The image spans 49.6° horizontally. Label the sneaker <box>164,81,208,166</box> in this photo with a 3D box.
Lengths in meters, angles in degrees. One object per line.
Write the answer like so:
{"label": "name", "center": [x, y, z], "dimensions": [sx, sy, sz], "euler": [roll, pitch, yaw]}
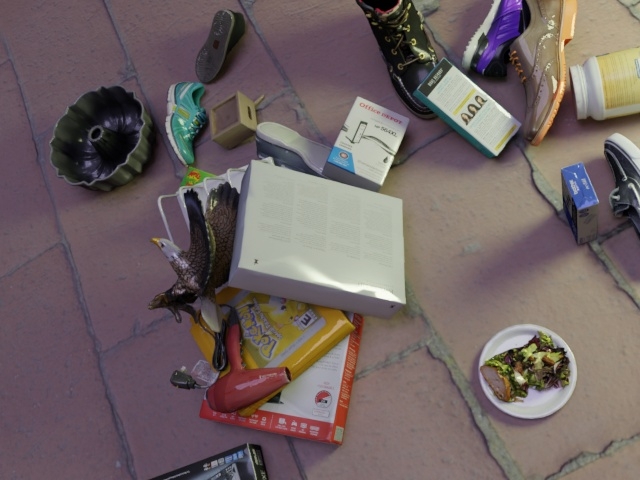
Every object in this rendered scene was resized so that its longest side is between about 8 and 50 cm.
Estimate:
{"label": "sneaker", "center": [-0.378, -0.341, 1.974], "dimensions": [0.110, 0.107, 0.275], "euler": [-8, 67, 8]}

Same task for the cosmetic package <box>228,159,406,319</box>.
{"label": "cosmetic package", "center": [0.000, 0.000, 1.544], "dimensions": [0.378, 0.097, 0.284], "euler": [14, 53, -16]}

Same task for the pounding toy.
{"label": "pounding toy", "center": [-0.228, -0.344, 1.928], "dimensions": [0.130, 0.100, 0.141], "euler": [-24, 60, 27]}

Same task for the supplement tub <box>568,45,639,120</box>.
{"label": "supplement tub", "center": [0.667, -0.349, 1.542], "dimensions": [0.200, 0.144, 0.144], "euler": [-9, 67, 17]}

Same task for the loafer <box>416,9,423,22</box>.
{"label": "loafer", "center": [0.214, -0.600, 1.875], "dimensions": [0.125, 0.039, 0.045], "euler": [-5, 68, 20]}

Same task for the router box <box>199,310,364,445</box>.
{"label": "router box", "center": [-0.090, 0.297, 1.620], "dimensions": [0.336, 0.082, 0.300], "euler": [4, 72, 23]}

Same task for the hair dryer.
{"label": "hair dryer", "center": [-0.194, 0.267, 1.530], "dimensions": [0.294, 0.080, 0.223], "euler": [19, 79, 27]}

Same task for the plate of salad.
{"label": "plate of salad", "center": [0.430, 0.270, 1.449], "dimensions": [0.200, 0.048, 0.199], "euler": [-8, 67, 19]}

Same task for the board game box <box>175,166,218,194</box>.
{"label": "board game box", "center": [-0.298, -0.130, 1.890], "dimensions": [0.181, 0.043, 0.092], "euler": [20, 78, 26]}

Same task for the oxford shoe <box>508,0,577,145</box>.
{"label": "oxford shoe", "center": [0.496, -0.396, 1.610], "dimensions": [0.133, 0.130, 0.363], "euler": [11, 79, 3]}

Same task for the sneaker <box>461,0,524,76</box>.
{"label": "sneaker", "center": [0.481, -0.525, 1.718], "dimensions": [0.146, 0.102, 0.293], "euler": [29, 86, 21]}

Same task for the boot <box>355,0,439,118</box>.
{"label": "boot", "center": [0.194, -0.502, 1.692], "dimensions": [0.138, 0.284, 0.377], "euler": [-20, 74, 14]}

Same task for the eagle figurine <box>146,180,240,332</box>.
{"label": "eagle figurine", "center": [-0.266, 0.033, 1.530], "dimensions": [0.298, 0.225, 0.226], "euler": [-53, 39, 13]}

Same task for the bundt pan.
{"label": "bundt pan", "center": [-0.624, -0.286, 2.032], "dimensions": [0.331, 0.124, 0.330], "euler": [-7, 68, 18]}

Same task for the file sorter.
{"label": "file sorter", "center": [-0.238, -0.073, 1.733], "dimensions": [0.278, 0.173, 0.192], "euler": [-19, 92, 14]}

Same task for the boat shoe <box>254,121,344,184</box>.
{"label": "boat shoe", "center": [-0.041, -0.199, 1.806], "dimensions": [0.320, 0.116, 0.099], "euler": [32, 128, 20]}

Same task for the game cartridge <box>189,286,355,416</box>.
{"label": "game cartridge", "center": [-0.125, 0.195, 1.597], "dimensions": [0.324, 0.052, 0.285], "euler": [-40, 61, 2]}

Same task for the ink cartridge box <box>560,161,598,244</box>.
{"label": "ink cartridge box", "center": [0.541, -0.073, 1.447], "dimensions": [0.046, 0.207, 0.097], "euler": [-18, 64, 14]}

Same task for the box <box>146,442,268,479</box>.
{"label": "box", "center": [-0.255, 0.625, 1.560], "dimensions": [0.308, 0.076, 0.242], "euler": [-22, 64, 12]}

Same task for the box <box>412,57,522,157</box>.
{"label": "box", "center": [0.344, -0.309, 1.633], "dimensions": [0.244, 0.060, 0.100], "euler": [40, 87, -3]}

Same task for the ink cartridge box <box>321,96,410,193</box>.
{"label": "ink cartridge box", "center": [0.112, -0.231, 1.701], "dimensions": [0.148, 0.086, 0.203], "euler": [23, 69, 0]}

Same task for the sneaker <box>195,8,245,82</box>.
{"label": "sneaker", "center": [-0.286, -0.569, 2.046], "dimensions": [0.083, 0.118, 0.222], "euler": [33, 113, 10]}

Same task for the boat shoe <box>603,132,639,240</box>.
{"label": "boat shoe", "center": [0.665, -0.088, 1.470], "dimensions": [0.102, 0.108, 0.301], "euler": [-26, 70, 9]}
